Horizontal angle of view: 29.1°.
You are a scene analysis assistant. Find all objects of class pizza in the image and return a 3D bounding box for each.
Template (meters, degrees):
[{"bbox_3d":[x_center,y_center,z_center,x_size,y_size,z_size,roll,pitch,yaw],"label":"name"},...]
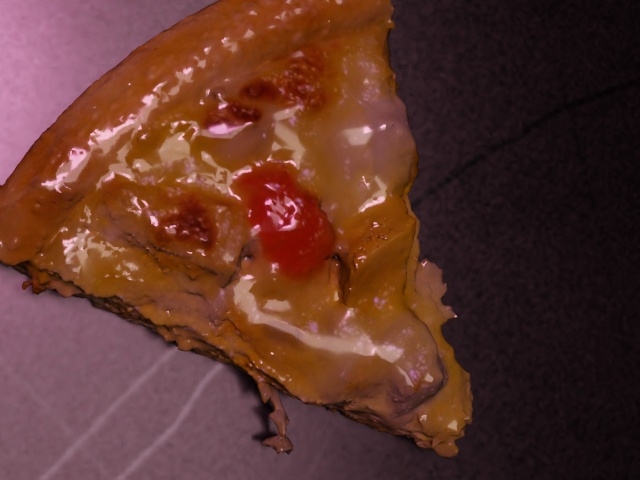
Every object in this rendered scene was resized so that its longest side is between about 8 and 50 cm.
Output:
[{"bbox_3d":[0.000,0.000,0.672,0.280,0.075,0.288,-45,99,-13],"label":"pizza"}]
